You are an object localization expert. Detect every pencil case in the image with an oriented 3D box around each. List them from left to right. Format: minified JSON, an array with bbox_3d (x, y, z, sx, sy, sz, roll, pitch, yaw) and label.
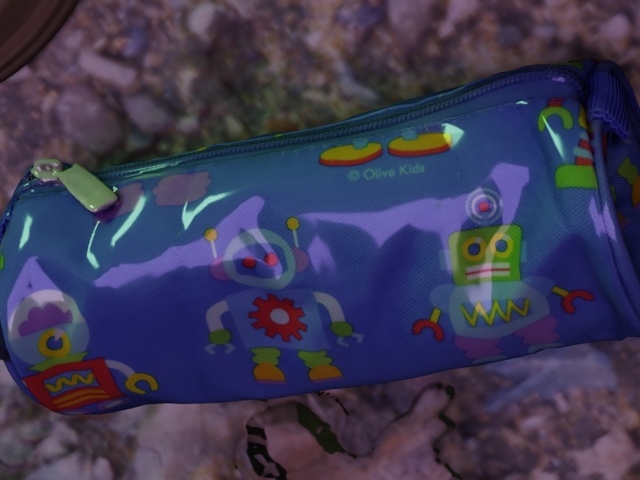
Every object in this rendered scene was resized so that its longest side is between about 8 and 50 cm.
[{"bbox_3d":[0.000,0.000,0.719,0.306,0.119,0.133,-9,128,16],"label":"pencil case"}]

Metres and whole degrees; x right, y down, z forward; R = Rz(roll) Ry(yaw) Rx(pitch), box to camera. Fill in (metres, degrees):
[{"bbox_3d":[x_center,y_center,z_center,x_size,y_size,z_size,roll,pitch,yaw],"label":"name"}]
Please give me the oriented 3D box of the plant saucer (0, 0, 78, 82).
[{"bbox_3d":[-0.230,-0.190,0.762,0.278,0.041,0.278,5,109,14],"label":"plant saucer"}]
